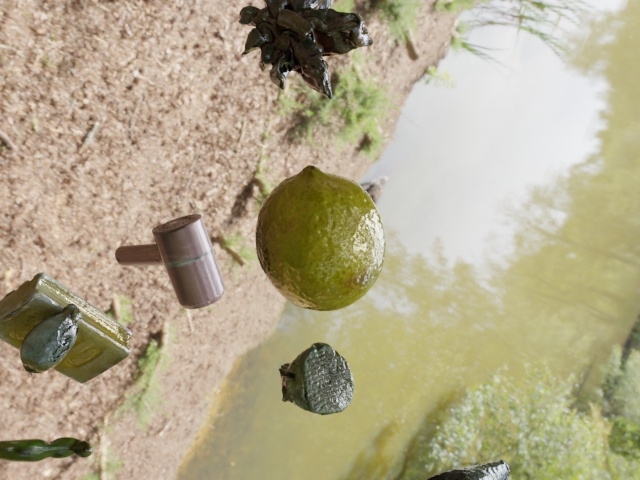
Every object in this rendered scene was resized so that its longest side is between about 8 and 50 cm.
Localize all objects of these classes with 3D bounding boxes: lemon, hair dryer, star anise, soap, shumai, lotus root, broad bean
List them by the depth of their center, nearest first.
[{"bbox_3d":[-0.027,-0.344,0.995,0.214,0.220,0.099,-67,165,2],"label":"star anise"},{"bbox_3d":[0.001,0.001,1.187,0.267,0.267,0.267,-38,141,-38],"label":"lemon"},{"bbox_3d":[-0.549,0.200,1.292,0.165,0.088,0.088,-56,150,-22],"label":"lotus root"},{"bbox_3d":[-0.585,0.437,1.313,0.070,0.214,0.048,144,-52,-72],"label":"broad bean"},{"bbox_3d":[-0.584,0.205,1.421,0.173,0.089,0.274,-32,130,14],"label":"soap"},{"bbox_3d":[-0.015,0.361,1.589,0.184,0.142,0.184,8,74,-29],"label":"shumai"},{"bbox_3d":[-0.406,0.056,1.619,0.125,0.352,0.210,-34,115,-46],"label":"hair dryer"}]

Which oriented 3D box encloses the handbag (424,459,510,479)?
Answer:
[{"bbox_3d":[0.210,0.460,0.933,0.175,0.089,0.270,19,82,-40],"label":"handbag"}]
